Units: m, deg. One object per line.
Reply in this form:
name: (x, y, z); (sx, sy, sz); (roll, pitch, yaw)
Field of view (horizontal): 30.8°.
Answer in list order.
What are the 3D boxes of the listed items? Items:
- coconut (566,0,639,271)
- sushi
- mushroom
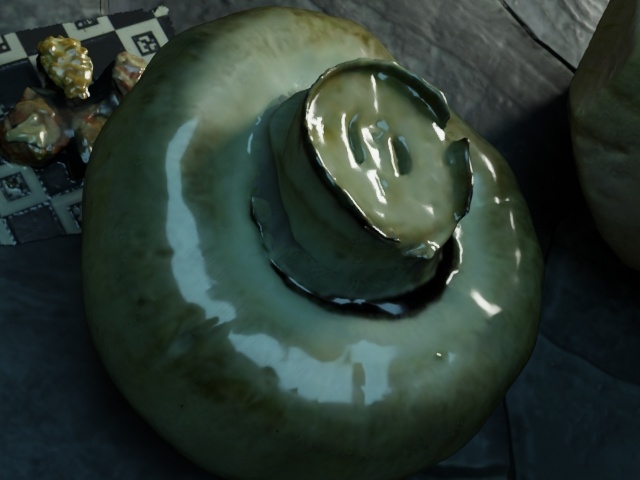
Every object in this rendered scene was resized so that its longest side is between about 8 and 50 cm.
coconut: (0.384, -0.122, 0.969); (0.415, 0.415, 0.344); (13, 90, -16)
sushi: (-0.183, -0.101, 0.909); (0.210, 0.040, 0.192); (-14, 74, -27)
mushroom: (0.000, 0.000, 0.814); (0.352, 0.260, 0.352); (12, 62, -23)
